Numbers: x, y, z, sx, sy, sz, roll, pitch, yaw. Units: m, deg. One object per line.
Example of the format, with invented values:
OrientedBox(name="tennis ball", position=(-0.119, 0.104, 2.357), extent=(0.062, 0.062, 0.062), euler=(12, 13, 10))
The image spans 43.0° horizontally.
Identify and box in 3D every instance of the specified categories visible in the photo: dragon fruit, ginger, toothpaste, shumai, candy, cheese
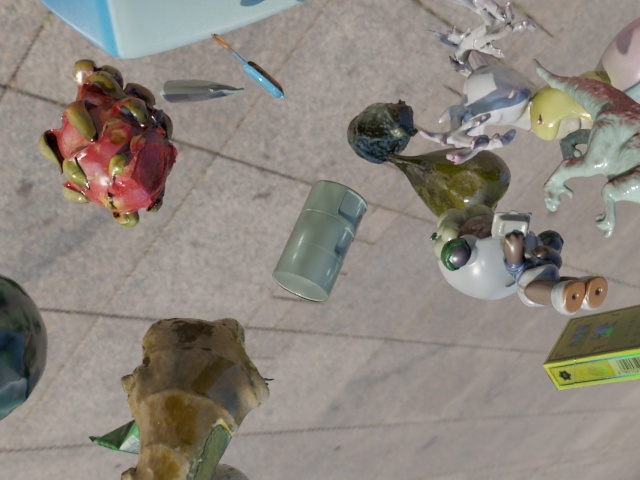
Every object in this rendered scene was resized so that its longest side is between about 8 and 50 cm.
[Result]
OrientedBox(name="dragon fruit", position=(-0.377, -0.187, 1.496), extent=(0.243, 0.307, 0.227), euler=(14, 147, 3))
OrientedBox(name="ginger", position=(-0.145, 0.190, 0.712), extent=(0.294, 0.131, 0.086), euler=(-62, 178, -24))
OrientedBox(name="toothpaste", position=(-0.256, -0.305, 1.647), extent=(0.069, 0.268, 0.047), euler=(32, 76, -37))
OrientedBox(name="shumai", position=(0.112, -0.187, 1.349), extent=(0.124, 0.099, 0.087), euler=(-43, -175, -20))
OrientedBox(name="candy", position=(-0.166, 0.215, 0.972), extent=(0.141, 0.078, 0.203), euler=(9, 134, -44))
OrientedBox(name="cheese", position=(-0.078, -0.192, 0.901), extent=(0.111, 0.047, 0.017), euler=(39, 87, -27))

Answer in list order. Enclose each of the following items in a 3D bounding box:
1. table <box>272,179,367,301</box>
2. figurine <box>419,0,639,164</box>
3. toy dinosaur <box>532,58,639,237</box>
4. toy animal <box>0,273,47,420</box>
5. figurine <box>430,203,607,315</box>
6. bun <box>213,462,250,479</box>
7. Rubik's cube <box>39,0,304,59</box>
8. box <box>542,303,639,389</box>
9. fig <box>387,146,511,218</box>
OrientedBox(name="table", position=(0.000, 0.000, 1.655), extent=(0.219, 0.126, 0.126), euler=(-65, 157, -22))
OrientedBox(name="figurine", position=(0.276, -0.209, 1.040), extent=(0.316, 0.206, 0.284), euler=(-8, 180, 5))
OrientedBox(name="toy dinosaur", position=(0.262, -0.101, 0.727), extent=(0.053, 0.242, 0.167), euler=(10, 143, -29))
OrientedBox(name="toy animal", position=(-0.445, 0.058, 0.873), extent=(0.216, 0.338, 0.191), euler=(-40, 174, -11))
OrientedBox(name="figurine", position=(0.182, 0.015, 0.775), extent=(0.147, 0.197, 0.093), euler=(-4, 96, -29))
OrientedBox(name="bun", position=(-0.158, 0.355, 0.995), extent=(0.173, 0.114, 0.166), euler=(30, 66, -56))
OrientedBox(name="Rubik's cube", position=(-0.192, -0.457, 0.929), extent=(0.352, 0.351, 0.347), euler=(-33, 146, -28))
OrientedBox(name="box", position=(0.493, 0.170, 1.337), extent=(0.220, 0.064, 0.141), euler=(-19, -161, 44))
OrientedBox(name="fig", position=(0.210, -0.108, 1.282), extent=(0.127, 0.185, 0.133), euler=(-37, 161, -14))
